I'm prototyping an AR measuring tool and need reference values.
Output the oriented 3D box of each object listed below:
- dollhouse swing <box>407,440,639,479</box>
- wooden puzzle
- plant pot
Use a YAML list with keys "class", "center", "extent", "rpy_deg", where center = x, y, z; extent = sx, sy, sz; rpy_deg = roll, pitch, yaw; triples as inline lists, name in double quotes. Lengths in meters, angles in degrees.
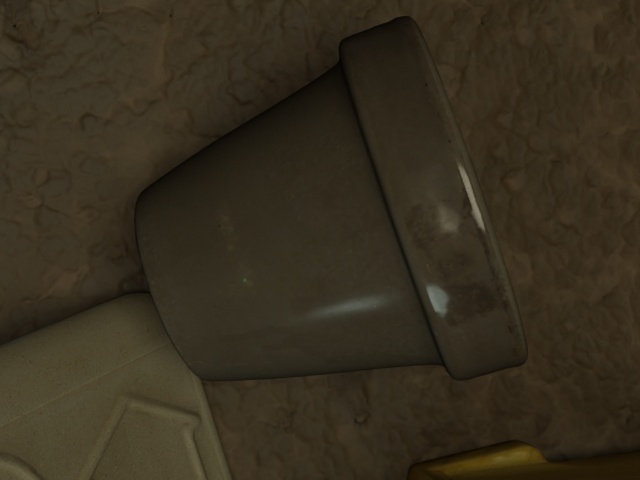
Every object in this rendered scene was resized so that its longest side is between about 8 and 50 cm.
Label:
- class: "dollhouse swing"
  center: [0.239, 0.302, 0.751]
  extent: [0.305, 0.347, 0.315]
  rpy_deg: [12, 88, -14]
- class: "wooden puzzle"
  center: [-0.168, 0.238, 0.718]
  extent: [0.322, 0.081, 0.347]
  rpy_deg: [-25, 95, -57]
- class: "plant pot"
  center: [0.000, 0.000, 0.757]
  extent: [0.229, 0.263, 0.263]
  rpy_deg: [-20, 95, 4]
